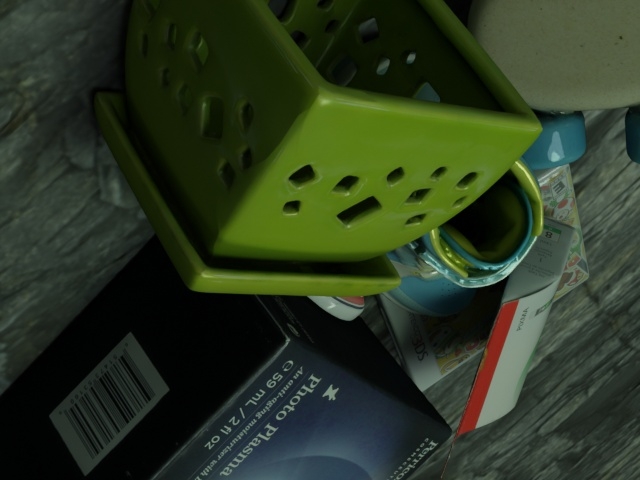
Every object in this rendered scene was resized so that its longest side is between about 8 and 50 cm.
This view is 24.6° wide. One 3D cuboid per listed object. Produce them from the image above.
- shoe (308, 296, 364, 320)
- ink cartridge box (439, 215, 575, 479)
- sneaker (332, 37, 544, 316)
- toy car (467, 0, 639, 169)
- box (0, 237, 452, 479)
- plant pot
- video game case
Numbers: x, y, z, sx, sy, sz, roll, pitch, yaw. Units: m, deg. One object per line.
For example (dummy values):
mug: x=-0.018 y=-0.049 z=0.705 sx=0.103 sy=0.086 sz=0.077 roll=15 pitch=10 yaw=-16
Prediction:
shoe: x=0.000 y=0.000 z=1.267 sx=0.081 sy=0.063 sz=0.178 roll=-45 pitch=129 yaw=8
ink cartridge box: x=0.180 y=0.109 z=1.400 sx=0.224 sy=0.056 sz=0.181 roll=-65 pitch=170 yaw=-50
sneaker: x=0.108 y=0.001 z=1.241 sx=0.127 sy=0.208 sz=0.319 roll=-32 pitch=138 yaw=-8
toy car: x=0.249 y=-0.197 z=1.228 sx=0.238 sy=0.210 sz=0.219 roll=-42 pitch=128 yaw=-60
box: x=-0.090 y=0.175 z=1.286 sx=0.296 sy=0.183 sz=0.294 roll=-46 pitch=143 yaw=8
plant pot: x=-0.020 y=-0.087 z=1.058 sx=0.228 sy=0.227 sz=0.207 roll=3 pitch=132 yaw=-42
video game case: x=0.166 y=0.036 z=1.483 sx=0.227 sy=0.026 sz=0.206 roll=-34 pitch=142 yaw=-8
